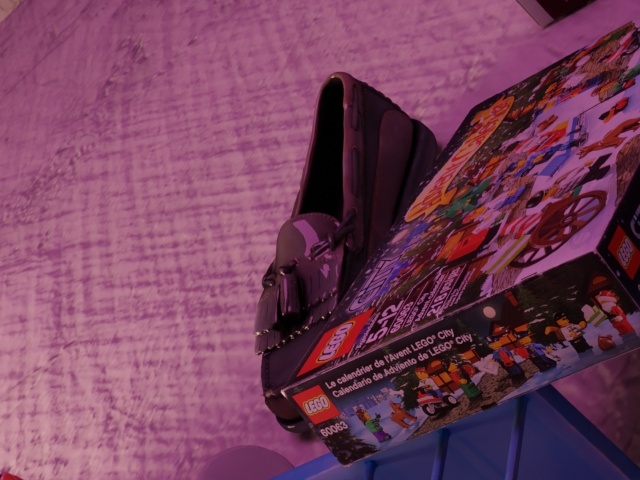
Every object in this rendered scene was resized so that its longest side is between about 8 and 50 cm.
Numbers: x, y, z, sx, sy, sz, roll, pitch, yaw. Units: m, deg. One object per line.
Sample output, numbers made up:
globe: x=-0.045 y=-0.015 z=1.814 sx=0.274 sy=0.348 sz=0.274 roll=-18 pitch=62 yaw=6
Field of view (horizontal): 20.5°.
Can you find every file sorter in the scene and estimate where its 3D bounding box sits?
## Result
file sorter: x=0.049 y=0.150 z=0.716 sx=0.170 sy=0.118 sz=0.104 roll=-29 pitch=32 yaw=34

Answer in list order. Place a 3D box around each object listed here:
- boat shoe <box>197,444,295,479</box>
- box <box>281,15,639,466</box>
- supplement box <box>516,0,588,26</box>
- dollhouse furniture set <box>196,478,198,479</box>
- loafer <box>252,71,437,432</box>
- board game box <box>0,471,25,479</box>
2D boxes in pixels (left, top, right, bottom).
boat shoe: x=-0.052 y=0.206 z=0.863 sx=0.070 sy=0.078 sz=0.219 roll=107 pitch=180 yaw=-47
box: x=0.095 y=-0.015 z=0.737 sx=0.159 sy=0.044 sz=0.233 roll=-27 pitch=18 yaw=38
supplement box: x=0.225 y=-0.249 z=1.145 sx=0.239 sy=0.073 sz=0.130 roll=-28 pitch=29 yaw=38
dollhouse furniture set: x=-0.098 y=0.198 z=0.968 sx=0.152 sy=0.058 sz=0.076 roll=-35 pitch=-21 yaw=-4
loafer: x=0.000 y=0.000 z=1.091 sx=0.096 sy=0.084 sz=0.267 roll=-28 pitch=28 yaw=35
board game box: x=-0.236 y=0.257 z=0.957 sx=0.316 sy=0.064 sz=0.242 roll=-22 pitch=42 yaw=63
